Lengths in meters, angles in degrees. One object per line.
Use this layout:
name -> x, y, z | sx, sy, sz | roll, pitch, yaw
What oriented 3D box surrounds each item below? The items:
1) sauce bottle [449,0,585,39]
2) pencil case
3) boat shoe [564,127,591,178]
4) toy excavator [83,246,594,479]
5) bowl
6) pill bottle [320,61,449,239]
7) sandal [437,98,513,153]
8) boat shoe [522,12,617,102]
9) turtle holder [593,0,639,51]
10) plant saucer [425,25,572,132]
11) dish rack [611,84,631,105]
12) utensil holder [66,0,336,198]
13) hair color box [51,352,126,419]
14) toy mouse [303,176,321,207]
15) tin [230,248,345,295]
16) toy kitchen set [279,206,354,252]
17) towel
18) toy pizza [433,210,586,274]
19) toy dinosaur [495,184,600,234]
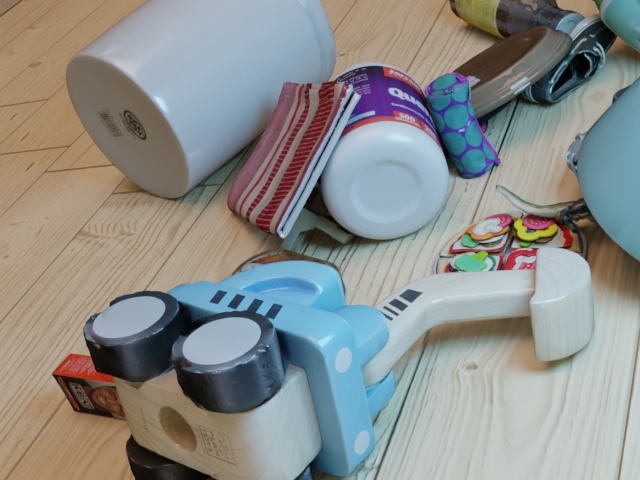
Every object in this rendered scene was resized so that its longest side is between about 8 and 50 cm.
sauce bottle -> 0.360, -0.420, 1.758 | 0.111, 0.111, 0.344 | -27, 33, -8
pencil case -> 0.212, -0.172, 1.427 | 0.070, 0.152, 0.064 | -18, 28, 18
boat shoe -> 0.372, -0.111, 1.277 | 0.081, 0.079, 0.227 | -26, 5, 20
toy excavator -> 0.032, 0.112, 1.077 | 0.432, 0.222, 0.445 | 10, 35, 39
bowl -> 0.459, -0.111, 1.062 | 0.311, 0.163, 0.312 | 1, 51, -1
pill bottle -> 0.085, -0.153, 1.447 | 0.181, 0.182, 0.323 | -17, 32, 8
sandal -> 0.237, -0.172, 1.510 | 0.179, 0.040, 0.067 | -36, 23, -4
boat shoe -> 0.428, -0.293, 1.564 | 0.219, 0.078, 0.070 | -42, 35, -16
turtle holder -> 0.557, -0.412, 1.445 | 0.243, 0.228, 0.320 | -21, -13, -26
plant saucer -> 0.277, -0.269, 1.556 | 0.277, 0.041, 0.278 | -32, 16, 10
dish rack -> 0.543, -0.169, 1.307 | 0.208, 0.074, 0.271 | -24, 33, -2
utensil holder -> -0.213, -0.307, 1.731 | 0.327, 0.328, 0.385 | 13, 47, 43
hair color box -> -0.275, 0.192, 1.242 | 0.141, 0.072, 0.043 | 1, 37, 33
toy mouse -> -0.017, -0.087, 1.549 | 0.143, 0.031, 0.161 | 3, 40, 30
tin -> -0.047, 0.065, 1.335 | 0.189, 0.040, 0.106 | 16, 43, 45
toy kitchen set -> 0.000, 0.000, 1.417 | 0.083, 0.075, 0.068 | 30, 9, 14
towel -> -0.053, -0.131, 1.441 | 0.237, 0.037, 0.329 | -63, 19, 0
toy pizza -> 0.242, 0.014, 1.241 | 0.201, 0.032, 0.201 | -15, 32, 10
toy dinosaur -> 0.352, -0.035, 1.203 | 0.268, 0.064, 0.118 | 2, 24, 14
